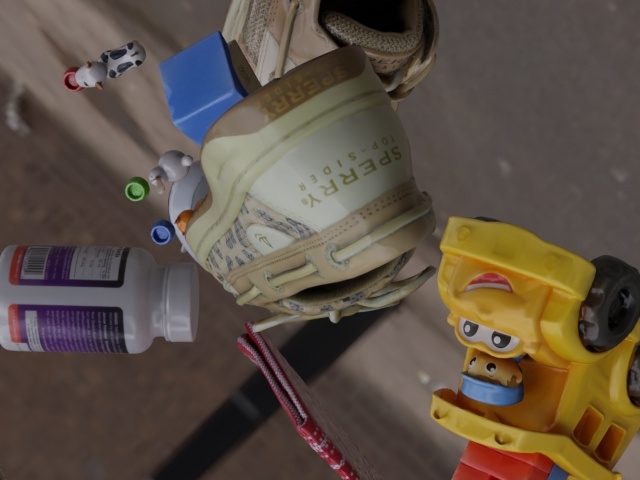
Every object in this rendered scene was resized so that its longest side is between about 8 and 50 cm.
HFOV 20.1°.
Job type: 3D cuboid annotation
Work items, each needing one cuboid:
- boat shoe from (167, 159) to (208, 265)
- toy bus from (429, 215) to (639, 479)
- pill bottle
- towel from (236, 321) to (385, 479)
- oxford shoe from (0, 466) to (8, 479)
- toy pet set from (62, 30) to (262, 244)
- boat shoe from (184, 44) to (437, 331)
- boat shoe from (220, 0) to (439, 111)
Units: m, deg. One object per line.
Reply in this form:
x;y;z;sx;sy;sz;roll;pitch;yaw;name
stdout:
-0.079;-0.023;1.706;0.105;0.113;0.306;17;-177;26;boat shoe
0.151;0.109;1.339;0.149;0.211;0.220;21;170;38;toy bus
-0.222;0.059;1.814;0.193;0.108;0.108;2;165;3;pill bottle
0.022;0.215;1.740;0.275;0.031;0.199;53;180;-33;towel
-0.258;0.332;1.563;0.449;0.169;0.130;56;-176;-30;oxford shoe
-0.085;-0.061;1.046;0.122;0.114;0.065;59;-162;-12;toy pet set
0.000;0.000;0.828;0.089;0.104;0.285;58;176;10;boat shoe
0.010;-0.130;1.129;0.110;0.121;0.341;38;144;38;boat shoe
